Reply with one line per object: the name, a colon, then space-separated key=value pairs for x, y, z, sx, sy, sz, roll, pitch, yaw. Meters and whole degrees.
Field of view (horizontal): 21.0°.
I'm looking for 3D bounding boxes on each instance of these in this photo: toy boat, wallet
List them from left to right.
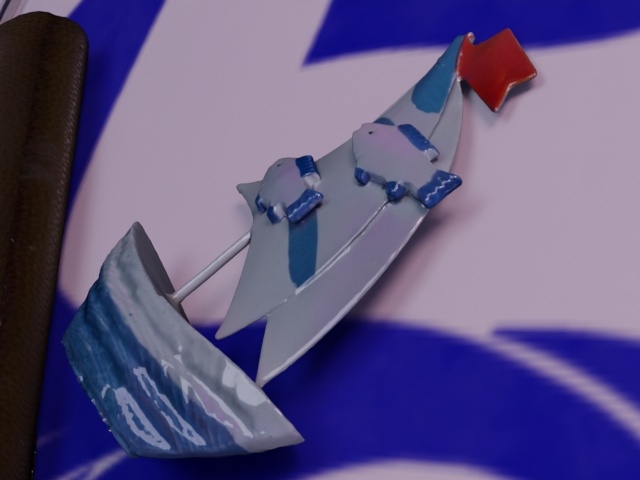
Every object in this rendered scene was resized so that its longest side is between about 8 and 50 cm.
wallet: x=-0.126 y=0.020 z=0.559 sx=0.110 sy=0.031 sz=0.198 roll=-28 pitch=43 yaw=29
toy boat: x=-0.003 y=0.009 z=0.450 sx=0.149 sy=0.034 sz=0.105 roll=-24 pitch=41 yaw=14
